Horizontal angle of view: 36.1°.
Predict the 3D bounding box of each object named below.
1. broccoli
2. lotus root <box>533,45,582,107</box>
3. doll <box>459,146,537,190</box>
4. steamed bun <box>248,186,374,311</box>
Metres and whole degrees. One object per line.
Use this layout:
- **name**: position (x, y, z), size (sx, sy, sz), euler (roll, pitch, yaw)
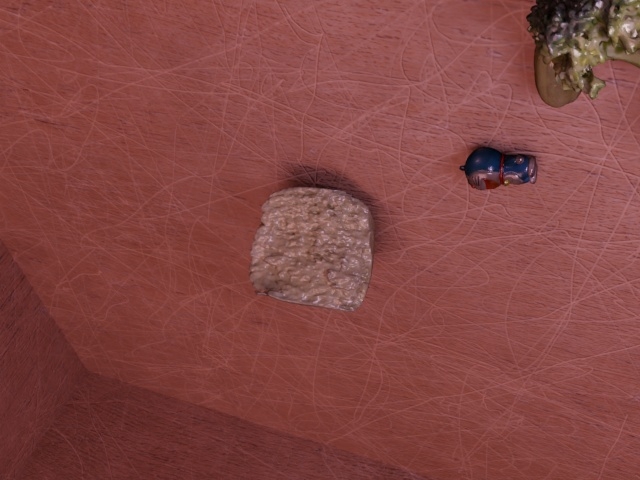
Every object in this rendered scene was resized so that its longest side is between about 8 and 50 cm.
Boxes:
- **broccoli**: position (0.469, -0.323, 1.402), size (0.318, 0.277, 0.338), euler (37, 141, 7)
- **lotus root**: position (0.408, -0.303, 1.665), size (0.077, 0.090, 0.183), euler (40, 156, 37)
- **doll**: position (0.349, -0.141, 1.940), size (0.152, 0.085, 0.114), euler (4, 160, 17)
- **steamed bun**: position (0.000, 0.000, 2.278), size (0.291, 0.273, 0.272), euler (19, 103, 10)
